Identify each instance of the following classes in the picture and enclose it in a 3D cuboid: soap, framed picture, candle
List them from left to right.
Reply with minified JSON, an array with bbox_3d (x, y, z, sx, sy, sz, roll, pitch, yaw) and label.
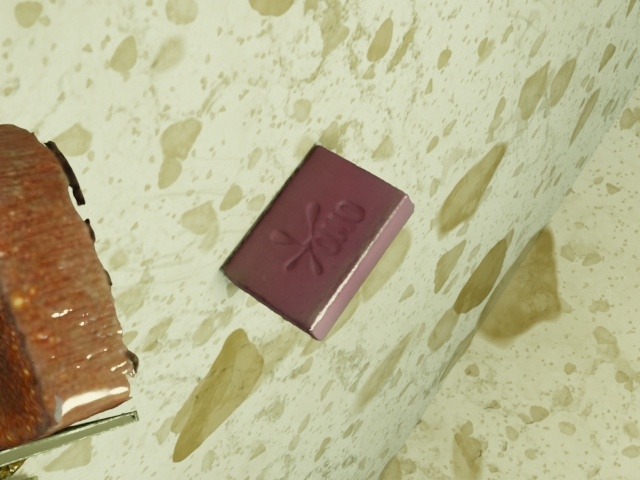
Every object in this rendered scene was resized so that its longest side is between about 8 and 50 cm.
[{"bbox_3d":[-0.292,0.075,0.753,0.131,0.287,0.317,-20,138,-45],"label":"candle"},{"bbox_3d":[-0.337,0.223,0.896,0.189,0.023,0.260,-10,171,-46],"label":"framed picture"},{"bbox_3d":[-0.001,-0.001,1.284,0.259,0.181,0.081,-53,156,-9],"label":"soap"}]

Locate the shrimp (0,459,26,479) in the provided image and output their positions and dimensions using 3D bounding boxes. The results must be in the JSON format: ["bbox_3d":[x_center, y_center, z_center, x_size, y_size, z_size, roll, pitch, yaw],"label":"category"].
[{"bbox_3d":[-0.376,0.237,1.050,0.161,0.034,0.091,-56,153,-4],"label":"shrimp"}]

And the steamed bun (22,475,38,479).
[{"bbox_3d":[-0.389,0.479,1.027,0.273,0.272,0.290,6,109,-61],"label":"steamed bun"}]
